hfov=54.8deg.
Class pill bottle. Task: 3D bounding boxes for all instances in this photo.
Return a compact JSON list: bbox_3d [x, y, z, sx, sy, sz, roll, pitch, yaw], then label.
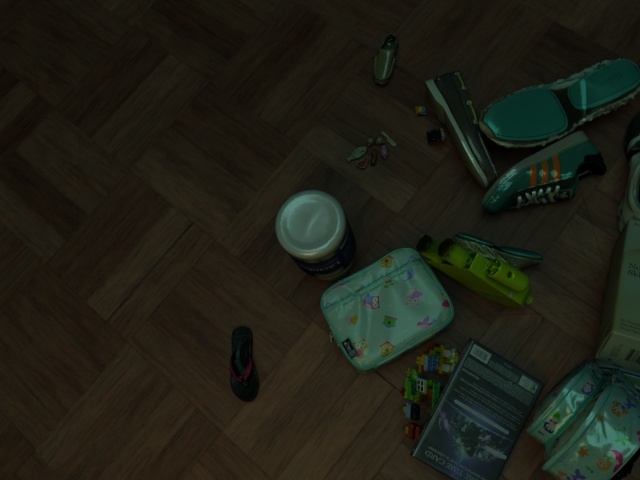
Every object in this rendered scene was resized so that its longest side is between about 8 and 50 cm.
[{"bbox_3d":[0.000,0.000,1.400,0.153,0.265,0.153,-3,72,10],"label":"pill bottle"},{"bbox_3d":[0.301,0.285,1.372,0.043,0.043,0.083,-27,70,1],"label":"pill bottle"}]

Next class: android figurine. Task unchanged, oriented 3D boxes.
[{"bbox_3d":[0.342,0.071,1.336,0.272,0.248,0.056,30,83,-21],"label":"android figurine"}]

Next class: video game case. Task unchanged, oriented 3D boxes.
[{"bbox_3d":[0.333,0.375,1.304,0.196,0.026,0.274,32,80,-10],"label":"video game case"}]

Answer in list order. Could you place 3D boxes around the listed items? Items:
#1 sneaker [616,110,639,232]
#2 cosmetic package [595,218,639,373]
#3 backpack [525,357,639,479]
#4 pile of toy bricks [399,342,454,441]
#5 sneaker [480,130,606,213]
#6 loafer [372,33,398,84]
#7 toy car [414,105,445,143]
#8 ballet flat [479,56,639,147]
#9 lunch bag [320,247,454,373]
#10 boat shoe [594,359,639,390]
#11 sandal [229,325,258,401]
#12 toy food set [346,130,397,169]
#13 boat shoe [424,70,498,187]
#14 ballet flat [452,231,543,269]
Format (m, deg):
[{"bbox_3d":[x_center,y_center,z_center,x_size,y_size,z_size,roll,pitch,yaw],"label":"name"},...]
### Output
[{"bbox_3d":[0.755,-0.174,1.389,0.122,0.146,0.331,9,73,14],"label":"sneaker"},{"bbox_3d":[0.677,0.117,1.266,0.160,0.113,0.310,16,53,15],"label":"cosmetic package"},{"bbox_3d":[0.511,0.357,1.174,0.191,0.253,0.225,38,112,15],"label":"backpack"},{"bbox_3d":[0.216,0.331,1.350,0.118,0.105,0.212,5,89,-33],"label":"pile of toy bricks"},{"bbox_3d":[0.523,-0.134,1.434,0.302,0.108,0.121,-32,66,-2],"label":"sneaker"},{"bbox_3d":[0.171,-0.484,1.638,0.056,0.050,0.148,9,74,13],"label":"loafer"},{"bbox_3d":[0.285,-0.298,1.558,0.040,0.060,0.122,-10,75,-27],"label":"toy car"},{"bbox_3d":[0.564,-0.304,1.466,0.408,0.147,0.147,-19,70,-4],"label":"ballet flat"},{"bbox_3d":[0.144,0.157,1.406,0.279,0.108,0.224,-29,70,0],"label":"lunch bag"},{"bbox_3d":[0.710,0.319,1.259,0.302,0.109,0.094,20,80,13],"label":"boat shoe"},{"bbox_3d":[-0.187,0.290,1.457,0.067,0.040,0.179,-10,71,6],"label":"sandal"},{"bbox_3d":[0.132,-0.227,1.579,0.122,0.019,0.078,-41,70,-5],"label":"toy food set"},{"bbox_3d":[0.361,-0.279,1.508,0.096,0.116,0.325,-24,64,5],"label":"boat shoe"},{"bbox_3d":[0.404,0.038,1.432,0.206,0.073,0.067,17,103,17],"label":"ballet flat"}]
